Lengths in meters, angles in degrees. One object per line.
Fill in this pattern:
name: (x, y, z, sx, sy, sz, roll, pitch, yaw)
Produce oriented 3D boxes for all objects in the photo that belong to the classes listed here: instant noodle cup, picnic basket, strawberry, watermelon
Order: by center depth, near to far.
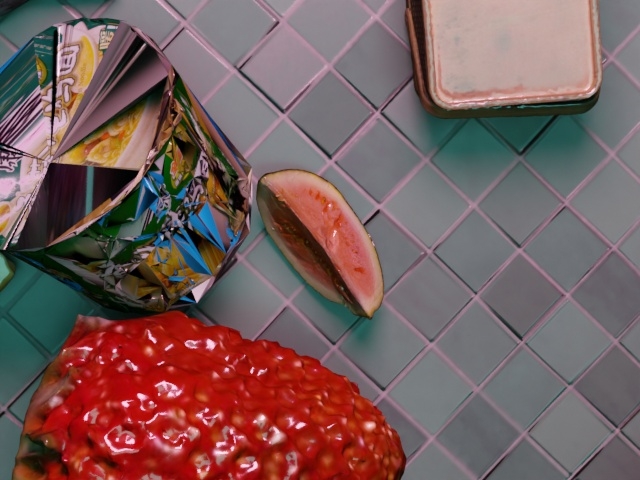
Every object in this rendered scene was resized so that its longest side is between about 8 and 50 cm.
strawberry: (-0.095, 0.209, 1.715, 0.344, 0.292, 0.292, 9, 95, -3)
instant noodle cup: (-0.180, -0.052, 1.719, 0.240, 0.240, 0.178, -44, 139, 1)
picnic basket: (0.159, -0.241, 1.773, 0.165, 0.139, 0.266, -6, 96, -3)
watermelon: (-0.007, 0.004, 1.826, 0.069, 0.087, 0.163, -32, 97, 31)

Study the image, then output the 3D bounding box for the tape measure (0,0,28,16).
tape measure: (-0.351, -0.249, 1.676, 0.275, 0.256, 0.147, -24, 90, -11)

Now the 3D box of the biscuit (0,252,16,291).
biscuit: (-0.444, -0.023, 1.806, 0.204, 0.040, 0.309, -42, 96, 1)
